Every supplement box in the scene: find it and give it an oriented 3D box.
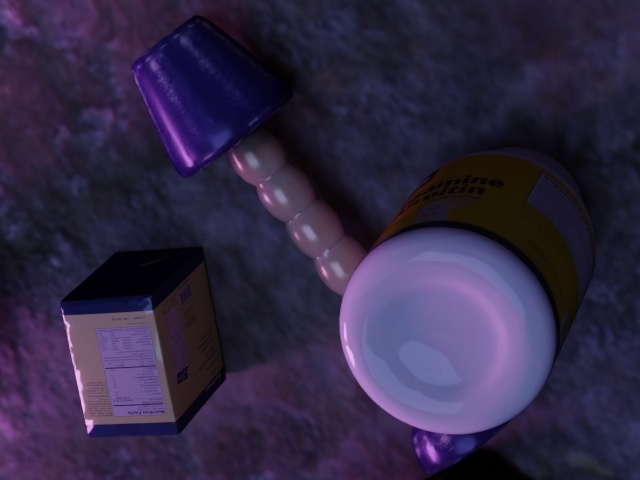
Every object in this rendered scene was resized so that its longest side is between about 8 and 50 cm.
[{"bbox_3d":[-0.099,0.057,1.054,0.056,0.083,0.083,-3,108,19],"label":"supplement box"}]

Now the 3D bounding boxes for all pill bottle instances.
[{"bbox_3d":[0.081,0.015,0.926,0.103,0.184,0.103,6,111,15],"label":"pill bottle"}]

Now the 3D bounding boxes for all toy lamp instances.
[{"bbox_3d":[0.000,0.000,1.005,0.080,0.080,0.274,-36,95,25],"label":"toy lamp"}]

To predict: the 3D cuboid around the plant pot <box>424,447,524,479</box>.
[{"bbox_3d":[0.065,0.226,1.021,0.187,0.188,0.167,-36,85,25],"label":"plant pot"}]
